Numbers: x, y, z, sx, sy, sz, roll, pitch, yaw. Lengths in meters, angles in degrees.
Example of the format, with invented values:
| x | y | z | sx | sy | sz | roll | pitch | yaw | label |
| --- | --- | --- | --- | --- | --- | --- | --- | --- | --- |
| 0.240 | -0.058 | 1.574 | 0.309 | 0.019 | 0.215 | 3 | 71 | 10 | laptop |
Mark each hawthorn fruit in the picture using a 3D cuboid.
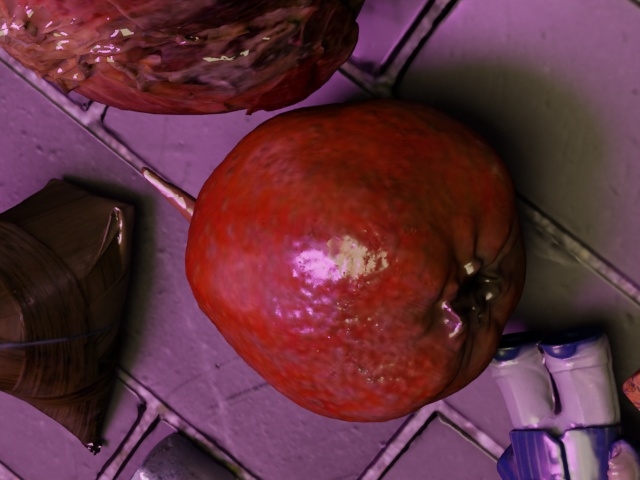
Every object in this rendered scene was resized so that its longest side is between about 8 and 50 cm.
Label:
| x | y | z | sx | sy | sz | roll | pitch | yaw | label |
| --- | --- | --- | --- | --- | --- | --- | --- | --- | --- |
| 0.000 | 0.000 | 1.010 | 0.262 | 0.210 | 0.211 | 20 | 118 | 30 | hawthorn fruit |

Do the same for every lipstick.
| x | y | z | sx | sy | sz | roll | pitch | yaw | label |
| --- | --- | --- | --- | --- | --- | --- | --- | --- | --- |
| -0.170 | 0.279 | 1.263 | 0.076 | 0.077 | 0.290 | 36 | 120 | 6 | lipstick |

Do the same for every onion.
| x | y | z | sx | sy | sz | roll | pitch | yaw | label |
| --- | --- | --- | --- | --- | --- | --- | --- | --- | --- |
| -0.116 | -0.227 | 0.900 | 0.353 | 0.353 | 0.354 | 9 | 114 | 20 | onion |

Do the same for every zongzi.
| x | y | z | sx | sy | sz | roll | pitch | yaw | label |
| --- | --- | --- | --- | --- | --- | --- | --- | --- | --- |
| -0.237 | 0.093 | 1.136 | 0.112 | 0.221 | 0.242 | 25 | 122 | 29 | zongzi |

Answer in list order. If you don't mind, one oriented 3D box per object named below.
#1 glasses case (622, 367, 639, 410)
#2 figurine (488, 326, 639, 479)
| x | y | z | sx | sy | sz | roll | pitch | yaw | label |
| --- | --- | --- | --- | --- | --- | --- | --- | --- | --- |
| 0.272 | 0.046 | 0.925 | 0.049 | 0.075 | 0.218 | 50 | 145 | 8 | glasses case |
| 0.168 | 0.196 | 1.061 | 0.194 | 0.133 | 0.274 | -31 | 86 | 27 | figurine |
